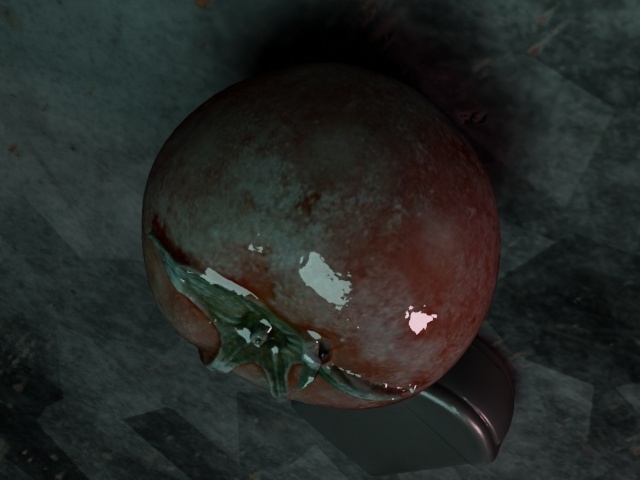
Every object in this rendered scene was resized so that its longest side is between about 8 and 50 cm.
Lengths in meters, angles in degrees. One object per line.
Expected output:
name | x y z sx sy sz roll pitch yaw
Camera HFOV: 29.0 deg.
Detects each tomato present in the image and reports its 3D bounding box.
tomato | 0.000 0.000 1.078 0.316 0.282 0.317 19 145 14

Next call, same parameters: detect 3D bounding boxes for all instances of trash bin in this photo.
trash bin | 0.099 0.179 1.383 0.176 0.101 0.236 41 143 -20
